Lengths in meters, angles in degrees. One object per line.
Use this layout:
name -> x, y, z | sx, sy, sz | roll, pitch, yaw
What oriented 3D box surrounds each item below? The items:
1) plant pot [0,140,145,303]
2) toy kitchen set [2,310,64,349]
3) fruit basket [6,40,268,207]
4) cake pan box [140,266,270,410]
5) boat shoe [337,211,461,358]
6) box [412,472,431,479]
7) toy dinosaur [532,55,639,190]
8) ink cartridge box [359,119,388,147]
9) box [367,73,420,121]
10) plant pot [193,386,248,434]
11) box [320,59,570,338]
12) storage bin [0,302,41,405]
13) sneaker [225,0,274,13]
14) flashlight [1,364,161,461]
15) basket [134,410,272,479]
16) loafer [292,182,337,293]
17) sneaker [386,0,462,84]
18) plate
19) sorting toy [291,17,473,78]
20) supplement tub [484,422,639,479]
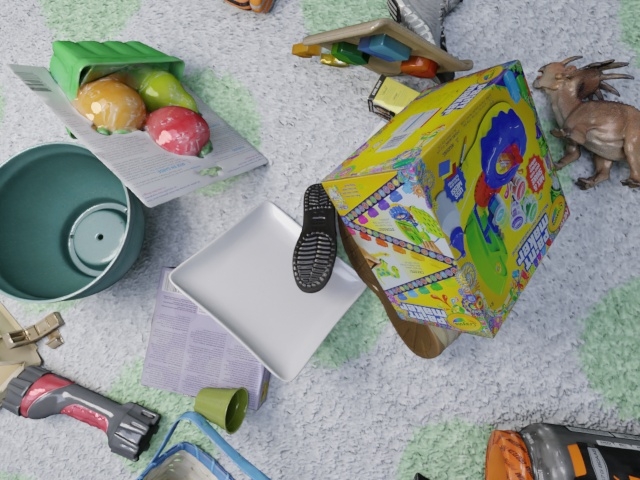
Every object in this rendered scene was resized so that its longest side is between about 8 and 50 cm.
plant pot -> -0.472, -0.019, 0.849 | 0.292, 0.196, 0.293 | -1, 79, 3
toy kitchen set -> -0.607, 0.207, 0.927 | 0.083, 0.075, 0.068 | -33, 84, 5
fruit basket -> -0.318, -0.218, 0.814 | 0.353, 0.327, 0.165 | 46, 127, 4
cake pan box -> -0.222, 0.192, 0.878 | 0.266, 0.070, 0.246 | 8, 86, 8
boat shoe -> 0.148, 0.049, 0.819 | 0.110, 0.121, 0.341 | -26, 85, -31
box -> 0.204, 0.601, 0.779 | 0.184, 0.103, 0.261 | 25, 91, 11
toy dinosaur -> 0.516, -0.209, 0.770 | 0.295, 0.127, 0.200 | 34, 85, 3
ink cartridge box -> 0.118, -0.136, 0.815 | 0.092, 0.143, 0.090 | 35, 75, 8
box -> 0.204, -0.232, 0.830 | 0.232, 0.087, 0.058 | 30, 94, 7
plant pot -> -0.188, 0.307, 0.802 | 0.079, 0.083, 0.084 | 6, 88, 21
box -> 0.206, -0.063, 0.664 | 0.290, 0.177, 0.279 | -45, 116, -27
storage bin -> -0.796, 0.262, 0.927 | 0.260, 0.123, 0.262 | 45, 93, 8
sneaker -> -0.144, -0.648, 0.881 | 0.180, 0.124, 0.321 | 23, 90, 8
flashlight -> -0.494, 0.361, 0.892 | 0.303, 0.103, 0.103 | 22, 116, 8
basket -> -0.221, 0.488, 0.792 | 0.254, 0.201, 0.289 | 38, 103, 9
loafer -> 0.000, 0.000, 0.827 | 0.080, 0.078, 0.220 | 4, 67, 11
sneaker -> 0.235, -0.425, 0.837 | 0.132, 0.086, 0.229 | -28, 83, 3
plate -> -0.087, 0.083, 0.807 | 0.277, 0.045, 0.278 | 39, 50, 7
sorting toy -> 0.086, -0.328, 0.782 | 0.229, 0.307, 0.041 | 3, 103, -35
supplement tub -> 0.459, 0.416, 0.697 | 0.337, 0.207, 0.207 | 4, 88, 8
